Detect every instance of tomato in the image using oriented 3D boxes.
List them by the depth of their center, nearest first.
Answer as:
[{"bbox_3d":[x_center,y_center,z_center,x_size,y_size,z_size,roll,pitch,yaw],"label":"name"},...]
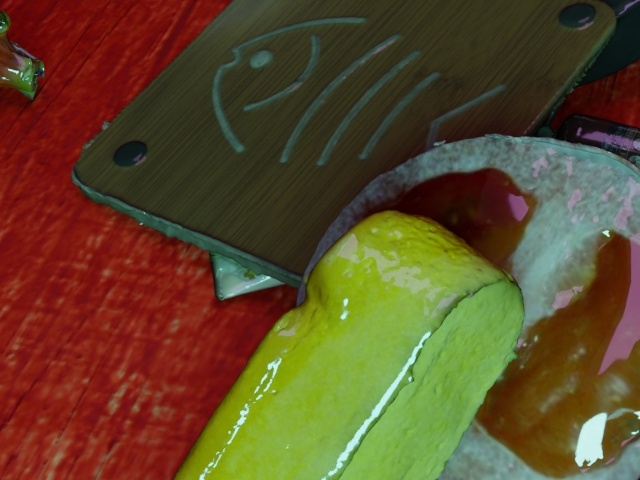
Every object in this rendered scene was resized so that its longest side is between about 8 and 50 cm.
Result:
[{"bbox_3d":[0.109,0.052,0.773,0.228,0.112,0.199,35,89,31],"label":"tomato"}]

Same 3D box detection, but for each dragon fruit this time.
[{"bbox_3d":[-0.257,-0.135,1.053,0.116,0.086,0.081,5,4,-3],"label":"dragon fruit"}]

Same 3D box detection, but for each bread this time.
[{"bbox_3d":[-0.003,0.100,0.692,0.094,0.102,0.245,34,95,28],"label":"bread"}]

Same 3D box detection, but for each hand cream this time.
[{"bbox_3d":[0.000,0.000,0.923,0.143,0.039,0.061,-12,44,-2],"label":"hand cream"}]

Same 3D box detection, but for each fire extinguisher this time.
[{"bbox_3d":[0.208,-0.051,0.963,0.158,0.043,0.064,16,87,20],"label":"fire extinguisher"}]

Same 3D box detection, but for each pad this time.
[{"bbox_3d":[0.011,-0.094,0.975,0.284,0.018,0.286,21,58,35],"label":"pad"}]

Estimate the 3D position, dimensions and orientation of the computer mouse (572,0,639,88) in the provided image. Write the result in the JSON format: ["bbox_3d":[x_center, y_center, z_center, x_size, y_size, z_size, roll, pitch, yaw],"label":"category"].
[{"bbox_3d":[0.130,-0.164,1.066,0.295,0.087,0.168,-18,49,2],"label":"computer mouse"}]
